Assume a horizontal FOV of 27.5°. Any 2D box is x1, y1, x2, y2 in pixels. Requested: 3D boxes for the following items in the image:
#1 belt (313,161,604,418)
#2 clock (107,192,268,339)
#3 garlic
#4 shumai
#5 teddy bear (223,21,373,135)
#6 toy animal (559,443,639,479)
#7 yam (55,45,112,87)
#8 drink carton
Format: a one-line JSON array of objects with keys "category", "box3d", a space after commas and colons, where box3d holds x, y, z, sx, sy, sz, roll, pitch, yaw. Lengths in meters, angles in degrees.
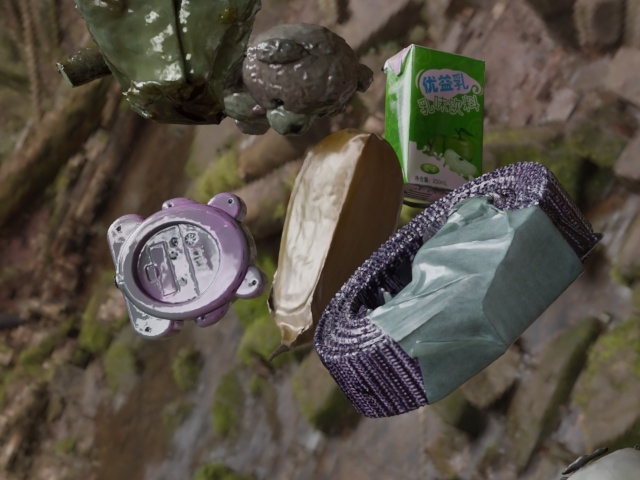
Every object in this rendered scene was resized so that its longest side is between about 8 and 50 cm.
[{"category": "belt", "box3d": [0.136, 0.045, 1.371, 0.325, 0.122, 0.260, -42, 17, -19]}, {"category": "clock", "box3d": [-0.226, 0.039, 2.229, 0.247, 0.090, 0.228, -19, 82, 10]}, {"category": "garlic", "box3d": [-0.003, 0.014, 1.734, 0.196, 0.151, 0.338, 66, -132, -74]}, {"category": "shumai", "box3d": [-0.153, -0.176, 1.167, 0.184, 0.184, 0.142, -37, 42, 48]}, {"category": "teddy bear", "box3d": [-0.059, -0.218, 1.783, 0.267, 0.236, 0.151, 12, 91, 50]}, {"category": "toy animal", "box3d": [0.450, 0.429, 1.750, 0.310, 0.247, 0.183, 58, 159, 27]}, {"category": "yam", "box3d": [-0.306, -0.313, 2.129, 0.253, 0.061, 0.061, -25, 19, -13]}, {"category": "drink carton", "box3d": [0.197, -0.199, 2.328, 0.108, 0.161, 0.271, 157, 120, -63]}]
